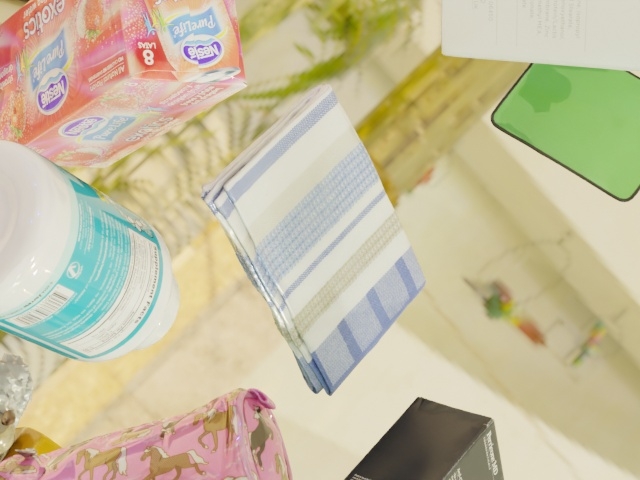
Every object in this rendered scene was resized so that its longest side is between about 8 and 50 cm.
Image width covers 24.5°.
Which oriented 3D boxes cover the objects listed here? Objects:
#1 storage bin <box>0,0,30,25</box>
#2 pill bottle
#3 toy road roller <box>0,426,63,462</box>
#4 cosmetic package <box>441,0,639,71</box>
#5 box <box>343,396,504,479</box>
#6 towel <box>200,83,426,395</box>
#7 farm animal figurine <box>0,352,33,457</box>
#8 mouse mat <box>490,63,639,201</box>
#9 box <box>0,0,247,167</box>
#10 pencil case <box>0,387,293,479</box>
[{"bbox_3d":[-0.504,-0.222,1.823,0.262,0.260,0.123,12,23,-20],"label":"storage bin"},{"bbox_3d":[-0.225,0.022,1.283,0.146,0.146,0.264,41,2,29],"label":"pill bottle"},{"bbox_3d":[-0.474,0.370,2.098,0.329,0.240,0.202,36,-19,-14],"label":"toy road roller"},{"bbox_3d":[0.215,-0.213,0.989,0.224,0.224,0.138,6,-60,19],"label":"cosmetic package"},{"bbox_3d":[0.112,0.325,1.530,0.103,0.184,0.261,15,-49,37],"label":"box"},{"bbox_3d":[0.000,0.000,1.573,0.034,0.209,0.285,6,-47,46],"label":"towel"},{"bbox_3d":[-0.367,0.275,1.279,0.172,0.330,0.327,32,12,4],"label":"farm animal figurine"},{"bbox_3d":[0.308,-0.142,1.678,0.189,0.152,0.007,34,-20,15],"label":"mouse mat"},{"bbox_3d":[-0.222,-0.187,1.545,0.300,0.142,0.154,-20,-105,51],"label":"box"},{"bbox_3d":[-0.221,0.296,1.752,0.160,0.386,0.167,-59,130,-69],"label":"pencil case"}]
